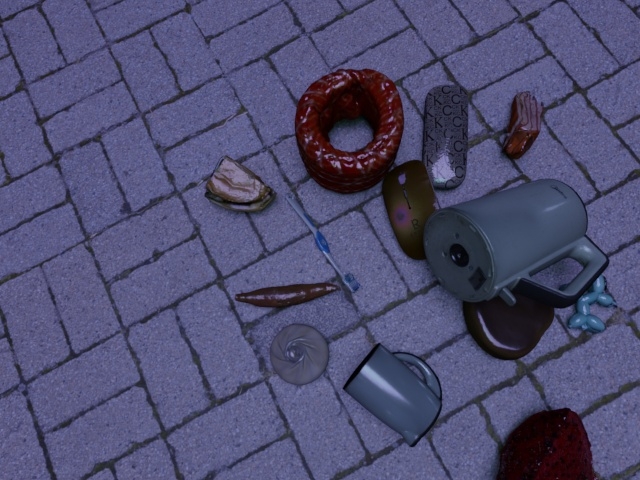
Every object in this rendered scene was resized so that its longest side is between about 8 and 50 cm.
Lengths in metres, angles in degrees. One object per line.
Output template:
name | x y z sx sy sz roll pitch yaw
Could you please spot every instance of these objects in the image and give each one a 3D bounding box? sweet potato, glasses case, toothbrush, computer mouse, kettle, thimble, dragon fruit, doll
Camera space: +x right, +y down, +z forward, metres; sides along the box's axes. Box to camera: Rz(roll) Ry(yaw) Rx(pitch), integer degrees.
sweet potato | -0.096 0.168 1.286 0.315 0.066 0.072 -4 82 0
glasses case | 0.397 -0.332 1.366 0.137 0.085 0.354 4 77 8
toothbrush | -0.002 0.003 1.339 0.040 0.040 0.386 -35 73 -5
computer mouse | 0.284 -0.096 1.298 0.158 0.072 0.310 -24 72 31
kettle | 0.528 0.019 1.124 0.377 0.250 0.361 -20 53 -23
kettle | 0.217 0.398 1.169 0.236 0.161 0.221 38 51 11
thimble | 0.083 -0.329 1.313 0.351 0.230 0.349 -1 76 5
dragon fruit | 0.574 0.603 1.098 0.205 0.152 0.317 45 68 -5
doll | 0.760 0.186 1.224 0.160 0.059 0.158 -24 75 -4

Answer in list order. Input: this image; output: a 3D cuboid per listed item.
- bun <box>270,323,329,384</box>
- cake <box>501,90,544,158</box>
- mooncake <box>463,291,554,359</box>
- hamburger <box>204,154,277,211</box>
bun | -0.062 0.322 1.217 0.173 0.120 0.172 -1 76 6
cake | 0.642 -0.371 1.367 0.098 0.135 0.287 20 58 14
mooncake | 0.513 0.205 1.206 0.235 0.117 0.234 -2 70 6
hamburger | -0.249 -0.158 1.363 0.208 0.135 0.155 27 95 -4
